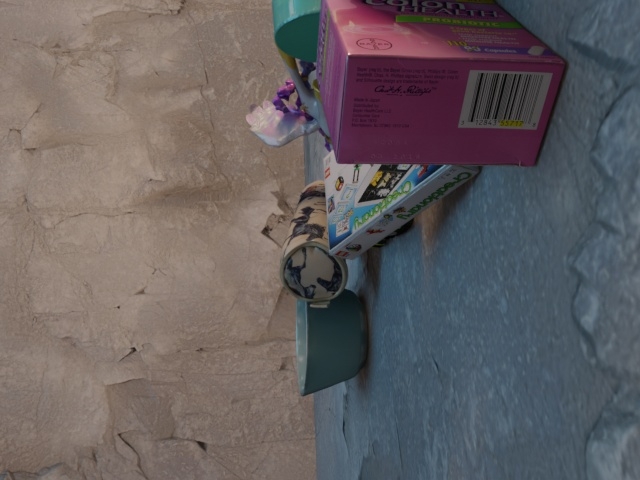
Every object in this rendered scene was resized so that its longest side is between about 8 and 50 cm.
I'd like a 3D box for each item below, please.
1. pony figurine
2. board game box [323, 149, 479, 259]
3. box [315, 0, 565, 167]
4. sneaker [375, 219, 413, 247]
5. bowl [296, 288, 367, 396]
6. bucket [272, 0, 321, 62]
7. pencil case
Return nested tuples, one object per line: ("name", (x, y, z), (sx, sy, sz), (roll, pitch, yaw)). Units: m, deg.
("pony figurine", (-0.007, -0.324, 1.483), (0.351, 0.303, 0.363), (54, 168, 33))
("board game box", (0.105, -0.117, 0.940), (0.305, 0.053, 0.193), (-38, 48, 50))
("box", (0.113, -0.192, 0.693), (0.243, 0.214, 0.117), (-99, 11, -54))
("sneaker", (0.085, -0.072, 1.212), (0.385, 0.145, 0.147), (141, 129, -79))
("bowl", (0.027, 0.242, 1.587), (0.311, 0.163, 0.311), (180, 90, -82))
("bucket", (0.031, -0.471, 1.178), (0.281, 0.281, 0.183), (143, 127, -81))
("pencil case", (0.000, 0.000, 1.543), (0.410, 0.160, 0.183), (-79, -30, -63))
